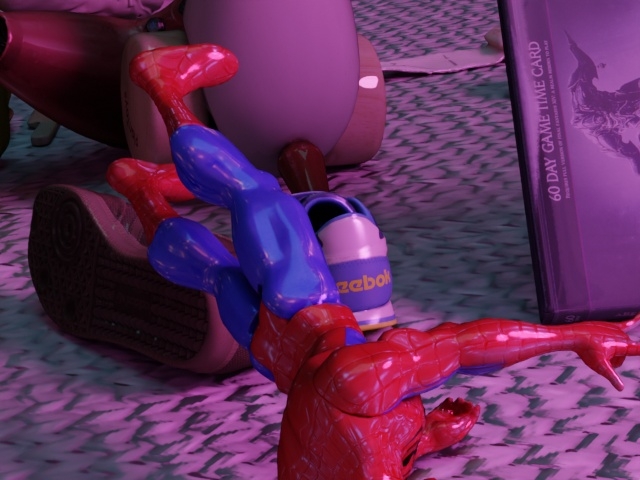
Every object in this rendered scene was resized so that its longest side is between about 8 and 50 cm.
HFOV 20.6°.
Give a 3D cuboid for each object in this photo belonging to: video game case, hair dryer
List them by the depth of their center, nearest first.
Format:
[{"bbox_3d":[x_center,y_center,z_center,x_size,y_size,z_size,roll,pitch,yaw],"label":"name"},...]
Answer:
[{"bbox_3d":[0.227,-0.065,0.823,0.274,0.196,0.026,-4,-21,-2],"label":"video game case"},{"bbox_3d":[-0.089,-0.146,1.117,0.293,0.224,0.080,-19,59,-27],"label":"hair dryer"}]

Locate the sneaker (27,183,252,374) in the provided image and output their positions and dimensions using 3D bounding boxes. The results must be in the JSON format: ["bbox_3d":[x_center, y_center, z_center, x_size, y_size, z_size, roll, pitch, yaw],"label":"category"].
[{"bbox_3d":[-0.072,0.021,0.824,0.071,0.066,0.188,4,15,-36],"label":"sneaker"}]

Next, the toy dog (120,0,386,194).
[{"bbox_3d":[-0.018,-0.145,0.969,0.220,0.334,0.161,-23,43,-9],"label":"toy dog"}]

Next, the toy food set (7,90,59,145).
[{"bbox_3d":[-0.281,-0.092,1.250,0.192,0.039,0.132,-5,17,-2],"label":"toy food set"}]

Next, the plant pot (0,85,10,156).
[{"bbox_3d":[-0.321,-0.116,1.046,0.227,0.228,0.207,-4,25,2],"label":"plant pot"}]

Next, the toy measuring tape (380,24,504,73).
[{"bbox_3d":[-0.005,-0.169,1.305,0.330,0.121,0.121,-9,18,-16],"label":"toy measuring tape"}]

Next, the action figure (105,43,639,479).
[{"bbox_3d":[0.021,0.025,0.665,0.139,0.091,0.280,0,34,-22],"label":"action figure"}]

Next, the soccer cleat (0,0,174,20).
[{"bbox_3d":[-0.143,-0.174,1.154,0.076,0.068,0.196,26,20,16],"label":"soccer cleat"}]

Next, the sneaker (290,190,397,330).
[{"bbox_3d":[0.000,0.000,0.848,0.053,0.059,0.144,-12,18,-17],"label":"sneaker"}]
